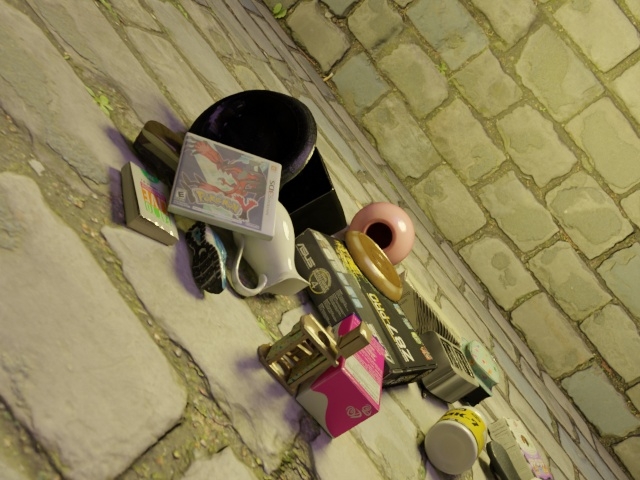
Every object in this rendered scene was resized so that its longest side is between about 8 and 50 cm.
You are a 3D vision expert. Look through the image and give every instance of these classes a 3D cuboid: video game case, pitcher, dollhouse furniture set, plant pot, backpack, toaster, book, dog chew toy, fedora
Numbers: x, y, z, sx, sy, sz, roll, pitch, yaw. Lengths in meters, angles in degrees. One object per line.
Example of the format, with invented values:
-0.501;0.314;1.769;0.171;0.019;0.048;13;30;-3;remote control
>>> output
-0.176;-0.104;1.081;0.201;0.023;0.183;17;54;-20;video game case
-0.125;0.013;1.147;0.178;0.125;0.207;-1;66;-49;pitcher
-0.003;0.162;1.039;0.101;0.182;0.161;49;20;-8;dollhouse furniture set
-0.033;-0.094;1.448;0.167;0.188;0.187;49;16;-45;plant pot
0.461;0.390;1.755;0.166;0.144;0.188;42;18;-12;backpack
0.339;0.358;1.578;0.168;0.110;0.185;34;26;-40;toaster
-0.302;-0.064;0.999;0.096;0.035;0.144;36;23;-48;book
0.206;-0.021;1.835;0.206;0.207;0.332;54;12;5;dog chew toy
0.151;0.061;1.528;0.236;0.032;0.236;46;17;-19;plant pot
-0.150;-0.196;1.310;0.152;0.334;0.334;80;-10;-53;fedora

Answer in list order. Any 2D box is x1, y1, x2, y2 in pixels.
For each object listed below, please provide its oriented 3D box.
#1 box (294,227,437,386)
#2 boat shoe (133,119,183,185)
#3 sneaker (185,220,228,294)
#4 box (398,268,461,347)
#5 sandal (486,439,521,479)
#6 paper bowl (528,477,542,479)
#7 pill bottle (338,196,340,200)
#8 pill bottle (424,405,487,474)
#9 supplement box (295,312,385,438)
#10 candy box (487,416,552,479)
0.104;0.171;1.396;0.318;0.097;0.394;16;39;-58;box
-0.272;-0.140;1.126;0.223;0.073;0.080;43;27;-14;boat shoe
-0.191;0.032;1.027;0.073;0.063;0.162;37;24;-45;sneaker
0.307;0.232;1.731;0.275;0.113;0.094;48;21;-7;box
0.511;0.662;1.537;0.254;0.055;0.097;59;25;-10;sandal
0.513;0.709;1.291;0.284;0.148;0.284;43;21;-21;paper bowl
0.014;-0.108;1.715;0.078;0.078;0.137;52;18;-1;pill bottle
0.332;0.469;1.353;0.119;0.119;0.208;58;19;16;pill bottle
0.045;0.254;1.093;0.114;0.111;0.220;50;20;-8;supplement box
0.609;0.651;1.731;0.165;0.070;0.196;29;30;-48;candy box
